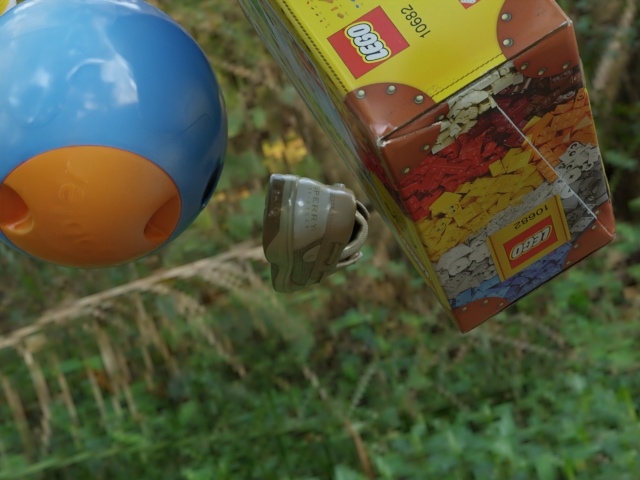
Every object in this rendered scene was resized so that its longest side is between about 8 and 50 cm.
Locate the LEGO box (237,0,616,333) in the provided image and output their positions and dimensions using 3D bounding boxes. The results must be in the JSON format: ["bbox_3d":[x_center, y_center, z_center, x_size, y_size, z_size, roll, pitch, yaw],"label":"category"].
[{"bbox_3d":[0.057,-0.216,1.513,0.193,0.500,0.372,-32,-32,-2],"label":"LEGO box"}]

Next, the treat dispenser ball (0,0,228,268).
[{"bbox_3d":[-0.239,-0.114,1.601,0.288,0.288,0.288,-17,6,2],"label":"treat dispenser ball"}]

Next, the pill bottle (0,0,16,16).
[{"bbox_3d":[-0.400,-0.269,1.709,0.103,0.184,0.103,-21,42,20],"label":"pill bottle"}]

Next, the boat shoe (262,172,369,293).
[{"bbox_3d":[0.000,0.000,1.831,0.110,0.121,0.341,4,-6,4],"label":"boat shoe"}]
